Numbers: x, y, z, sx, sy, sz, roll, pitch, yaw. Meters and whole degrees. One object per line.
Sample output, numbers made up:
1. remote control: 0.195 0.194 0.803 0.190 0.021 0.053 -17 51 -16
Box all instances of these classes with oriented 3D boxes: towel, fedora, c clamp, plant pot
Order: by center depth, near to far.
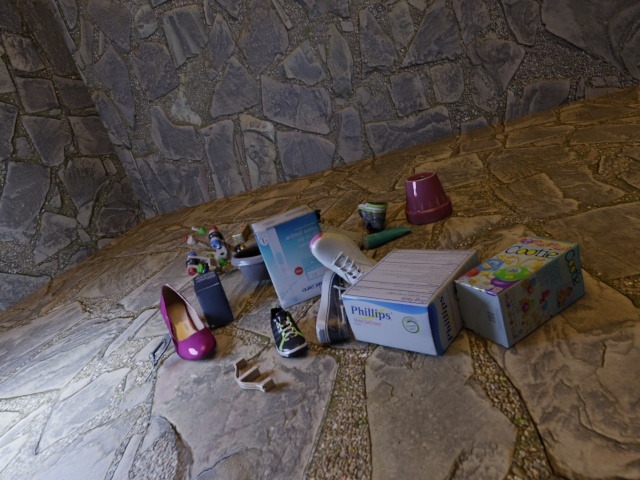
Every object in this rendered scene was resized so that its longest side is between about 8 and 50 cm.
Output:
1. c clamp: -0.530 0.367 1.484 0.137 0.022 0.160 -56 19 -9
2. towel: 0.000 0.000 1.842 0.324 0.056 0.312 15 30 15
3. fedora: -0.231 0.086 1.893 0.243 0.124 0.275 -4 17 33
4. plant pot: 0.444 -0.190 1.948 0.201 0.180 0.201 -16 18 5

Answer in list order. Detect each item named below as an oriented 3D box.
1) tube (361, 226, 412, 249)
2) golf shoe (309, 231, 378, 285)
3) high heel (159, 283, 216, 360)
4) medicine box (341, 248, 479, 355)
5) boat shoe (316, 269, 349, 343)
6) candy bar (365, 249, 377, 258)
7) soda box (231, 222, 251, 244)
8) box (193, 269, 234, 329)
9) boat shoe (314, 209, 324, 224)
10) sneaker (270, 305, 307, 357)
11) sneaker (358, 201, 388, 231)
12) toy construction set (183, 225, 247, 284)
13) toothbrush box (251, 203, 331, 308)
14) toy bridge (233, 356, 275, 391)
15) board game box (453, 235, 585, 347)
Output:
1. tube: 0.268 -0.021 1.854 0.207 0.052 0.080 -19 23 -18
2. golf shoe: 0.103 0.079 1.390 0.115 0.306 0.140 -53 26 11
3. high heel: -0.460 0.266 1.519 0.127 0.181 0.377 -29 21 -27
4. medicine box: 0.253 0.148 1.232 0.263 0.149 0.289 1 27 44
5. boat shoe: 0.058 0.185 1.373 0.104 0.113 0.306 -8 23 12
6. candy bar: 0.179 0.071 1.719 0.040 0.018 0.161 -7 21 22
7. soda box: -0.434 -0.036 2.530 0.061 0.058 0.181 -15 18 9
8. box: -0.385 0.210 1.645 0.093 0.156 0.158 -21 19 -11
9. boat shoe: -0.107 -0.063 2.185 0.158 0.127 0.340 -16 17 31
10. sneaker: -0.110 0.259 1.341 0.084 0.097 0.234 -24 20 -15
11. sneaker: 0.222 -0.100 2.017 0.111 0.121 0.300 4 0 -1
12. toy construction set: -0.473 0.063 2.111 0.237 0.257 0.309 22 10 -40
13. toothbrush box: -0.087 0.054 1.587 0.216 0.296 0.126 -20 21 -7
14. toy bridge: -0.192 0.366 1.231 0.063 0.026 0.188 -32 23 -27
15. board game box: 0.486 0.114 1.119 0.275 0.144 0.142 -25 20 -21
